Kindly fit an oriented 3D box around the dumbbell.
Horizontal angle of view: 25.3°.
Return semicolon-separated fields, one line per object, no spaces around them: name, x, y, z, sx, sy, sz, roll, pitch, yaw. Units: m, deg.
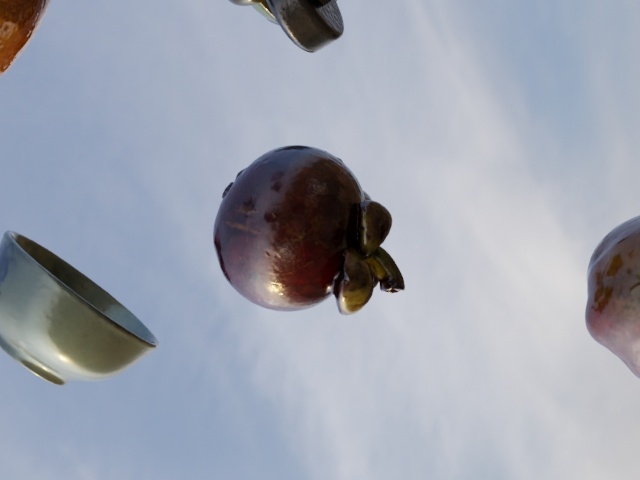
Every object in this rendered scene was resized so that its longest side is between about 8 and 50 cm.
dumbbell;0.046;-0.256;1.296;0.100;0.191;0.100;52;-159;-29

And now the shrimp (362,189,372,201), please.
shrimp;-0.004;0.006;2.071;0.116;0.343;0.145;-10;-99;-25

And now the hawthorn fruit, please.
hawthorn fruit;0.439;0.055;1.704;0.248;0.208;0.208;-38;18;49

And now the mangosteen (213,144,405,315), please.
mangosteen;-0.008;0.001;1.802;0.215;0.257;0.215;-53;-15;-20

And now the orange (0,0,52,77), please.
orange;-0.341;-0.218;1.234;0.171;0.240;0.240;48;-129;-31

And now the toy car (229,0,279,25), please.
toy car;-0.048;-0.456;2.391;0.248;0.204;0.198;-30;-68;-10

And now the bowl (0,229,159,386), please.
bowl;-0.400;0.126;2.161;0.146;0.289;0.289;-52;-25;-2
